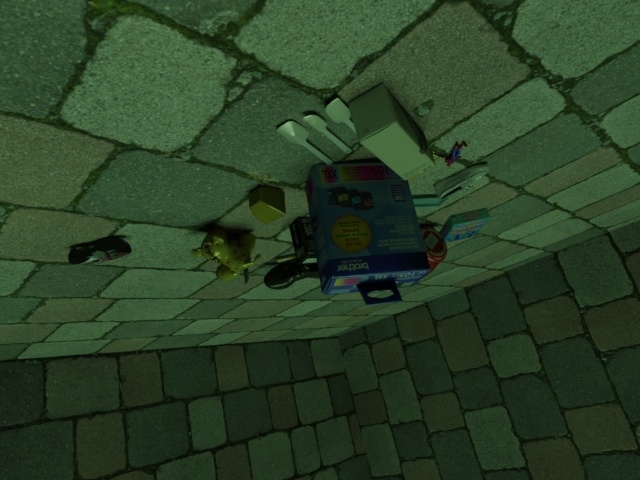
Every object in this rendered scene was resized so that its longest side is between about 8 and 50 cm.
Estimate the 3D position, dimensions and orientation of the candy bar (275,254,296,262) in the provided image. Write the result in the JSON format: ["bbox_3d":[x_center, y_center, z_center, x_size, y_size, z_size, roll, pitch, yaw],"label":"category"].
[{"bbox_3d":[-0.105,0.066,1.842,0.161,0.018,0.040,-11,161,-8],"label":"candy bar"}]

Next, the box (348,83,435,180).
[{"bbox_3d":[0.177,-0.247,1.075,0.094,0.113,0.275,-24,158,25],"label":"box"}]

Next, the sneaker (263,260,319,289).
[{"bbox_3d":[-0.097,0.119,1.855,0.286,0.109,0.130,-19,169,-11],"label":"sneaker"}]

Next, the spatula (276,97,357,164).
[{"bbox_3d":[0.021,-0.254,1.094,0.168,0.019,0.242,-25,160,21],"label":"spatula"}]

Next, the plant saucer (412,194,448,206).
[{"bbox_3d":[0.359,-0.140,1.603,0.192,0.018,0.067,-6,158,-23],"label":"plant saucer"}]

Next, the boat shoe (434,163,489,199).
[{"bbox_3d":[0.465,-0.188,1.475,0.184,0.063,0.066,-21,158,20],"label":"boat shoe"}]

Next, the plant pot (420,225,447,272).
[{"bbox_3d":[0.421,0.048,1.888,0.191,0.191,0.174,0,153,-32],"label":"plant pot"}]

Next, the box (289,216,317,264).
[{"bbox_3d":[0.000,0.000,1.552,0.180,0.147,0.077,-2,156,-30],"label":"box"}]

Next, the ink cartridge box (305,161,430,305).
[{"bbox_3d":[0.124,-0.009,1.227,0.270,0.395,0.151,-5,158,-11],"label":"ink cartridge box"}]

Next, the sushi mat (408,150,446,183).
[{"bbox_3d":[0.231,-0.185,1.400,0.151,0.019,0.316,1,155,-33],"label":"sushi mat"}]

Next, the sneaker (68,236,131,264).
[{"bbox_3d":[-0.655,0.034,1.361,0.178,0.072,0.077,-6,171,1],"label":"sneaker"}]

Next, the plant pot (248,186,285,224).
[{"bbox_3d":[-0.157,-0.106,1.278,0.081,0.081,0.083,-27,145,32],"label":"plant pot"}]

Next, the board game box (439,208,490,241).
[{"bbox_3d":[0.609,-0.059,1.929,0.160,0.047,0.210,-12,159,-4],"label":"board game box"}]

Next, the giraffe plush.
[{"bbox_3d":[-0.314,0.036,1.446,0.170,0.210,0.181,36,99,-34],"label":"giraffe plush"}]

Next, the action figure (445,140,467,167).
[{"bbox_3d":[0.394,-0.249,1.328,0.038,0.030,0.115,-15,162,-10],"label":"action figure"}]
